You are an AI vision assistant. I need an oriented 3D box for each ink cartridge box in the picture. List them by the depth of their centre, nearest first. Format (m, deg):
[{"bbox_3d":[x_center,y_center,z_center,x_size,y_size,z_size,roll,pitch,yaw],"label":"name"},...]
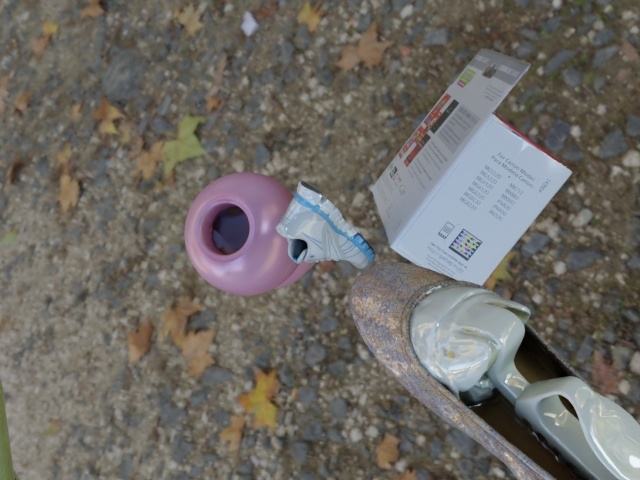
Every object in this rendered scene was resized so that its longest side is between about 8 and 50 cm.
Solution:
[{"bbox_3d":[0.207,-0.105,1.193,0.272,0.130,0.309,-53,11,13],"label":"ink cartridge box"}]

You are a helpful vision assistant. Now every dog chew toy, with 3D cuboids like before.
[{"bbox_3d":[-0.096,-0.005,1.562,0.206,0.332,0.207,-2,85,20],"label":"dog chew toy"}]

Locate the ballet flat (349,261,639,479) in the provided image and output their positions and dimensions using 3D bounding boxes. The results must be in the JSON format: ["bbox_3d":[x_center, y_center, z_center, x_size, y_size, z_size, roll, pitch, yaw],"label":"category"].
[{"bbox_3d":[0.148,0.105,0.640,0.316,0.106,0.107,41,66,20],"label":"ballet flat"}]

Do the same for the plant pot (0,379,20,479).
[{"bbox_3d":[-0.487,0.268,1.083,0.276,0.276,0.254,52,138,45],"label":"plant pot"}]

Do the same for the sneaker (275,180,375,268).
[{"bbox_3d":[0.000,0.000,1.112,0.083,0.190,0.071,-51,52,-2],"label":"sneaker"}]
